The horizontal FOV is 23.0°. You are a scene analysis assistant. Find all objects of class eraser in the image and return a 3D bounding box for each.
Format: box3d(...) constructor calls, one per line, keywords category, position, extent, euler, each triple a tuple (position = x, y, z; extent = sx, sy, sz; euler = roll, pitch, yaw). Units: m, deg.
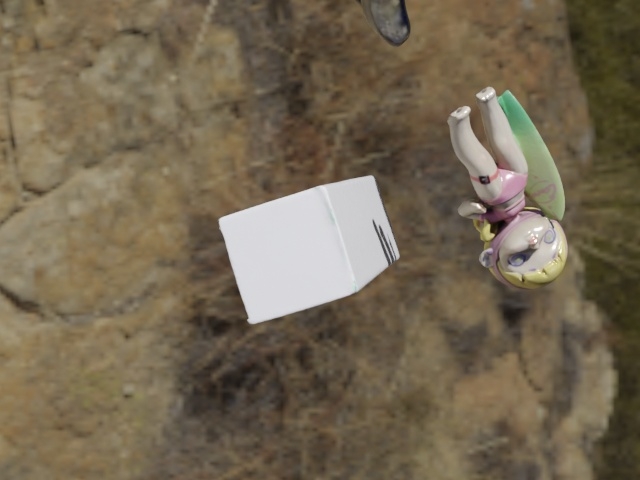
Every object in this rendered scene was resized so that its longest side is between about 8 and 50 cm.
box3d(category="eraser", position=(-0.001, 0.000, 1.170), extent=(0.298, 0.078, 0.076), euler=(-22, 94, -81))

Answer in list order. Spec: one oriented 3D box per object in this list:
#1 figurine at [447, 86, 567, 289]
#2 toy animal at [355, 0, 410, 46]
box3d(category="figurine", position=(0.137, -0.035, 1.170), extent=(0.083, 0.083, 0.187), euler=(-60, 136, -36))
box3d(category="toy animal", position=(0.070, -0.378, 1.347), extent=(0.344, 0.303, 0.194), euler=(43, 13, -31))
